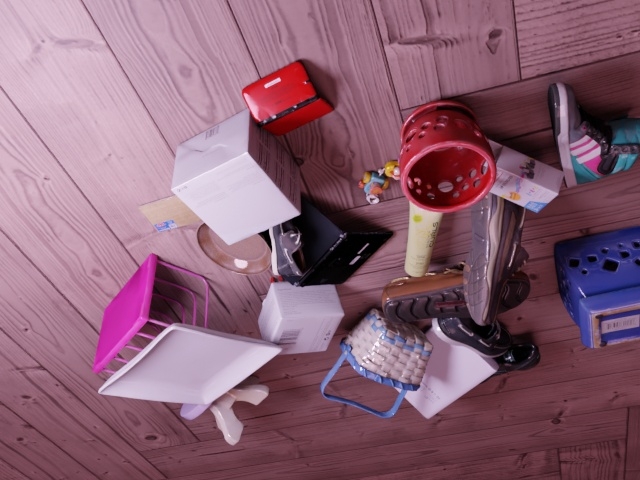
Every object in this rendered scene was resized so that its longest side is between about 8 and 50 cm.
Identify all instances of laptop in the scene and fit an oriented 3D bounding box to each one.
[{"bbox_3d":[0.000,0.000,1.765,0.264,0.137,0.234,-1,146,-41],"label":"laptop"}]

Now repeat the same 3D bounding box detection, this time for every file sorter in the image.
[{"bbox_3d":[-0.439,0.218,1.850,0.182,0.202,0.290,24,132,-28],"label":"file sorter"}]

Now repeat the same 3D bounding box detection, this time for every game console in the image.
[{"bbox_3d":[-0.066,-0.287,1.444,0.144,0.085,0.124,-22,103,20],"label":"game console"}]

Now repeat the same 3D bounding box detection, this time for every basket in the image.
[{"bbox_3d":[0.169,0.359,2.005,0.254,0.201,0.289,25,100,-25],"label":"basket"}]

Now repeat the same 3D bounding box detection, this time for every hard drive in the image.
[{"bbox_3d":[0.347,0.382,2.104,0.210,0.040,0.319,44,129,3],"label":"hard drive"}]

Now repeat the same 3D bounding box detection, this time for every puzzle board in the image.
[{"bbox_3d":[-0.352,-0.067,1.679,0.128,0.011,0.096,-15,138,15],"label":"puzzle board"}]

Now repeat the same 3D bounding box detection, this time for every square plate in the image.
[{"bbox_3d":[-0.331,0.317,1.807,0.344,0.049,0.347,19,133,-42],"label":"square plate"}]

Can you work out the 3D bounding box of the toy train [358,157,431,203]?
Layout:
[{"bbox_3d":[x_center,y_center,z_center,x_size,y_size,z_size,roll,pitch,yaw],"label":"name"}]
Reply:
[{"bbox_3d":[0.172,-0.124,1.608,0.166,0.046,0.125,-20,135,18],"label":"toy train"}]

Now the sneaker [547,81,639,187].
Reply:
[{"bbox_3d":[0.572,-0.226,1.449,0.178,0.124,0.295,-13,145,19],"label":"sneaker"}]

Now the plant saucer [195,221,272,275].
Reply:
[{"bbox_3d":[-0.205,0.007,1.716,0.198,0.036,0.199,13,140,11],"label":"plant saucer"}]

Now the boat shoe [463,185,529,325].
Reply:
[{"bbox_3d":[0.423,0.037,1.656,0.130,0.132,0.355,-1,111,-10],"label":"boat shoe"}]

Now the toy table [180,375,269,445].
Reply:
[{"bbox_3d":[-0.287,0.479,2.141,0.161,0.252,0.274,36,137,-13],"label":"toy table"}]

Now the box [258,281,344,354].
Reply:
[{"bbox_3d":[-0.055,0.206,1.886,0.182,0.119,0.181,-1,140,-22],"label":"box"}]

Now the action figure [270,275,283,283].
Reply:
[{"bbox_3d":[-0.105,0.141,1.908,0.038,0.030,0.115,-14,139,5],"label":"action figure"}]

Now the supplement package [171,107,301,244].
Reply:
[{"bbox_3d":[-0.174,-0.132,1.508,0.194,0.149,0.203,-22,134,21],"label":"supplement package"}]

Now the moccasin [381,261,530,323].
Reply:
[{"bbox_3d":[0.349,0.130,1.843,0.380,0.147,0.139,-13,123,18],"label":"moccasin"}]

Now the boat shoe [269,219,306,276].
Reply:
[{"bbox_3d":[-0.073,-0.012,1.654,0.079,0.084,0.233,10,130,17],"label":"boat shoe"}]

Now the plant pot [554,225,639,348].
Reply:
[{"bbox_3d":[0.740,0.131,1.790,0.236,0.212,0.236,-13,138,12],"label":"plant pot"}]

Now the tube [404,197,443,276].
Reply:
[{"bbox_3d":[0.248,-0.012,1.730,0.070,0.062,0.240,-30,143,-31],"label":"tube"}]

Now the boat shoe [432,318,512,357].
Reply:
[{"bbox_3d":[0.446,0.252,1.964,0.302,0.114,0.091,13,141,-37],"label":"boat shoe"}]

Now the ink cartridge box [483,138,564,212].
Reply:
[{"bbox_3d":[0.417,-0.138,1.530,0.181,0.062,0.104,24,157,1],"label":"ink cartridge box"}]

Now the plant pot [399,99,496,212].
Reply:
[{"bbox_3d":[0.252,-0.182,1.451,0.191,0.174,0.191,-1,139,-1],"label":"plant pot"}]

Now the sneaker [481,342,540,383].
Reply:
[{"bbox_3d":[0.522,0.354,2.105,0.267,0.101,0.106,-18,156,4],"label":"sneaker"}]
